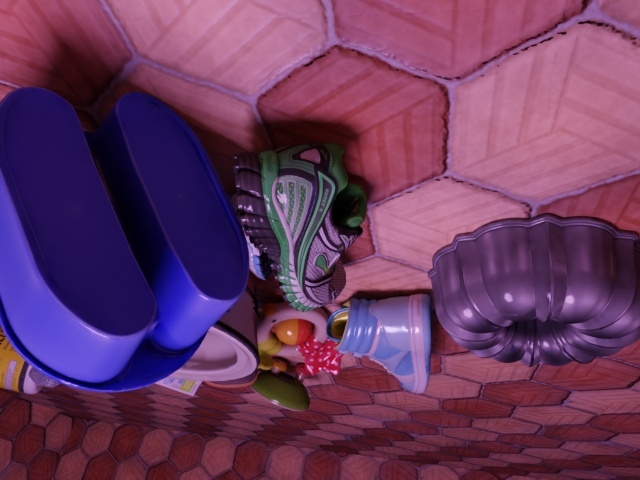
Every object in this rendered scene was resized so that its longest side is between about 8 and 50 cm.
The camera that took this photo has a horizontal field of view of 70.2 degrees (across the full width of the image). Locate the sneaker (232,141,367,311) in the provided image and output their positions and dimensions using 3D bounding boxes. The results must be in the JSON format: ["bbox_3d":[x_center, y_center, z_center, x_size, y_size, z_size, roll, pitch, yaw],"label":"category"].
[{"bbox_3d":[0.000,0.000,0.634,0.146,0.134,0.344,-11,152,6],"label":"sneaker"}]

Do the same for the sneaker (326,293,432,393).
[{"bbox_3d":[0.123,0.213,0.944,0.208,0.127,0.319,0,137,11],"label":"sneaker"}]

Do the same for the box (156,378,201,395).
[{"bbox_3d":[-0.415,0.322,1.238,0.203,0.114,0.103,35,173,-32],"label":"box"}]

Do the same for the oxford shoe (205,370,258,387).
[{"bbox_3d":[-0.273,0.301,1.150,0.271,0.097,0.098,24,139,-21],"label":"oxford shoe"}]

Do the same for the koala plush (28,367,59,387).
[{"bbox_3d":[-0.628,0.317,1.270,0.221,0.197,0.203,-1,158,16],"label":"koala plush"}]

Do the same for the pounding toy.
[{"bbox_3d":[-0.116,0.391,1.333,0.236,0.110,0.182,20,175,46],"label":"pounding toy"}]

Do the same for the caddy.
[{"bbox_3d":[-0.239,-0.006,0.521,0.241,0.342,0.179,-15,164,-47],"label":"caddy"}]

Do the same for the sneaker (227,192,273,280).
[{"bbox_3d":[-0.126,-0.008,0.725,0.082,0.071,0.191,5,140,20],"label":"sneaker"}]

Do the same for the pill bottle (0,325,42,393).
[{"bbox_3d":[-0.999,0.336,1.383,0.333,0.188,0.188,18,147,-13],"label":"pill bottle"}]

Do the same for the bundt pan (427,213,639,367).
[{"bbox_3d":[0.334,0.104,0.710,0.330,0.124,0.331,7,147,5],"label":"bundt pan"}]

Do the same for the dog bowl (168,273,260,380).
[{"bbox_3d":[-0.295,0.116,0.806,0.407,0.151,0.408,6,147,4],"label":"dog bowl"}]

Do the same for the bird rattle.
[{"bbox_3d":[-0.057,0.216,1.001,0.253,0.143,0.207,11,132,-7],"label":"bird rattle"}]
